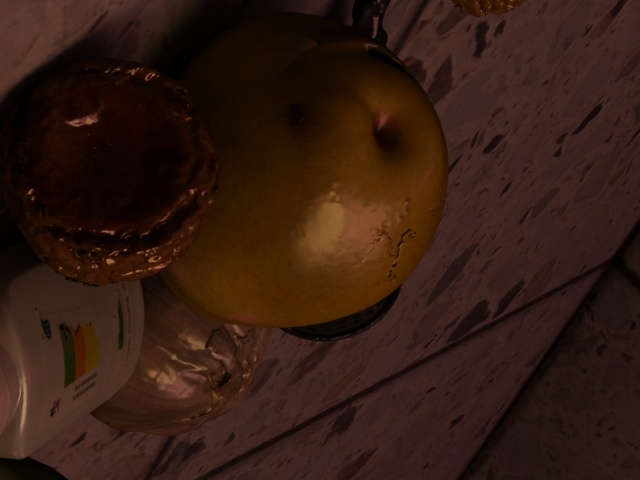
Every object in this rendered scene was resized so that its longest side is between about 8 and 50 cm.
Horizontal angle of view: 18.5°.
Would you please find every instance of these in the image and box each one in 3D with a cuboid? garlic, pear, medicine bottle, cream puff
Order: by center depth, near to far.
[{"bbox_3d":[-0.177,-0.040,1.606,0.183,0.183,0.169,-40,171,-20],"label":"cream puff"},{"bbox_3d":[-0.255,0.092,1.655,0.296,0.111,0.161,-30,121,-65],"label":"medicine bottle"},{"bbox_3d":[-0.043,-0.051,1.740,0.336,0.285,0.285,-28,172,30],"label":"pear"},{"bbox_3d":[-0.139,0.109,1.998,0.228,0.152,0.228,-45,168,-12],"label":"garlic"}]

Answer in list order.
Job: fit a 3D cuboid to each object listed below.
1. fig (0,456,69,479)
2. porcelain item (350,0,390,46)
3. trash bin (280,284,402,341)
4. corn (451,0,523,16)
[{"bbox_3d":[-0.319,0.307,1.905,0.239,0.239,0.271,-33,136,-37],"label":"fig"},{"bbox_3d":[0.020,-0.167,1.917,0.081,0.069,0.215,-25,153,-40],"label":"porcelain item"},{"bbox_3d":[0.000,0.000,2.041,0.175,0.175,0.161,-43,162,-12],"label":"trash bin"},{"bbox_3d":[0.167,-0.314,1.912,0.091,0.091,0.260,-37,156,-21],"label":"corn"}]
